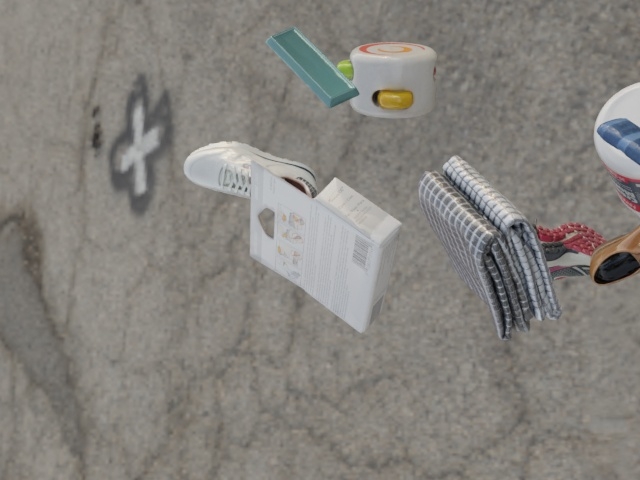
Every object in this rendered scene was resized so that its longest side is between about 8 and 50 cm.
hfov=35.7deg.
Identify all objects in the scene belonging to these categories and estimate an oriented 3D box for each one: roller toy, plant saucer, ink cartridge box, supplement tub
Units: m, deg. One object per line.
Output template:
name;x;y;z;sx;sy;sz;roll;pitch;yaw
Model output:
roller toy;0.158;-0.340;2.147;0.209;0.191;0.146;23;122;46
plant saucer;-0.014;-0.303;1.714;0.192;0.067;0.018;48;152;27
ink cartridge box;0.000;0.000;1.686;0.261;0.066;0.296;35;151;17
supplement tub;0.624;-0.152;1.831;0.191;0.272;0.191;-12;62;24

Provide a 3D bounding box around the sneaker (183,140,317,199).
sneaker;-0.119;-0.108;1.709;0.095;0.235;0.090;-89;8;-65

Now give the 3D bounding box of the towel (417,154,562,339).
towel;0.293;0.019;1.775;0.235;0.121;0.284;51;171;50

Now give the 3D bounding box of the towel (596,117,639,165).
towel;0.472;-0.142;1.476;0.119;0.067;0.029;46;138;36

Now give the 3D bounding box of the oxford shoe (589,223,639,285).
oxford shoe;0.466;0.002;1.380;0.076;0.076;0.212;48;120;-1

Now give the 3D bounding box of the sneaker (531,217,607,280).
sneaker;0.486;0.034;2.043;0.121;0.299;0.112;-114;37;-45
